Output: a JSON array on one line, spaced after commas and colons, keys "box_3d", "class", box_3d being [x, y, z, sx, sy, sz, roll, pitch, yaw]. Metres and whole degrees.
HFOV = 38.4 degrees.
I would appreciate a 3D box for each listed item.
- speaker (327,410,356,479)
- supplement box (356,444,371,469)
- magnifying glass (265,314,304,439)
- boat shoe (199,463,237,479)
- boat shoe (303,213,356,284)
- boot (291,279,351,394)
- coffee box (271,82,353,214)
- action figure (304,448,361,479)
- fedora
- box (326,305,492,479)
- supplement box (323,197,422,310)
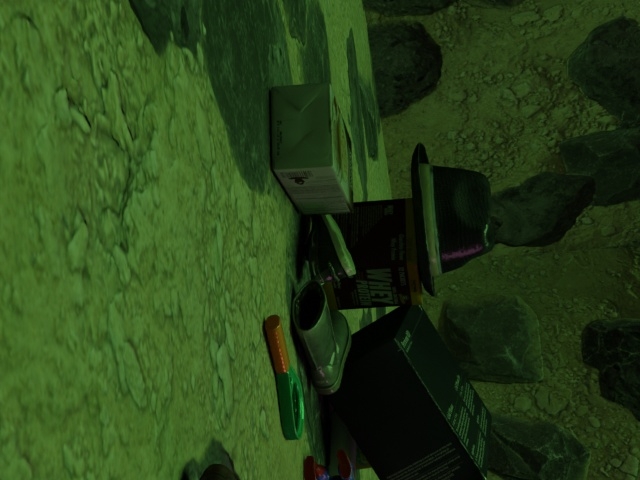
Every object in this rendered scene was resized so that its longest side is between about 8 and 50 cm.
[{"box_3d": [0.041, 0.395, 1.744, 0.055, 0.055, 0.136, 75, 14, -52], "class": "speaker"}, {"box_3d": [0.112, 0.465, 2.125, 0.233, 0.080, 0.078, -3, 87, -79], "class": "supplement box"}, {"box_3d": [-0.049, 0.199, 1.326, 0.092, 0.026, 0.231, -84, 166, -50], "class": "magnifying glass"}, {"box_3d": [-0.080, 0.307, 0.891, 0.073, 0.073, 0.207, -78, 162, -56], "class": "boat shoe"}, {"box_3d": [0.000, 0.000, 1.631, 0.084, 0.079, 0.233, 55, 10, -29], "class": "boat shoe"}, {"box_3d": [-0.002, 0.140, 1.571, 0.190, 0.076, 0.209, -89, 164, -45], "class": "boot"}, {"box_3d": [-0.009, -0.142, 1.506, 0.246, 0.098, 0.141, 57, 31, -73], "class": "coffee box"}, {"box_3d": [0.038, 0.461, 1.580, 0.280, 0.091, 0.139, 67, 14, -63], "class": "action figure"}, {"box_3d": [0.271, -0.050, 1.857, 0.334, 0.152, 0.334, -6, 90, -81], "class": "fedora"}, {"box_3d": [0.180, 0.318, 1.820, 0.313, 0.179, 0.343, 58, 15, -1], "class": "box"}, {"box_3d": [0.107, 0.028, 1.890, 0.191, 0.194, 0.129, -86, 168, -44], "class": "supplement box"}]
